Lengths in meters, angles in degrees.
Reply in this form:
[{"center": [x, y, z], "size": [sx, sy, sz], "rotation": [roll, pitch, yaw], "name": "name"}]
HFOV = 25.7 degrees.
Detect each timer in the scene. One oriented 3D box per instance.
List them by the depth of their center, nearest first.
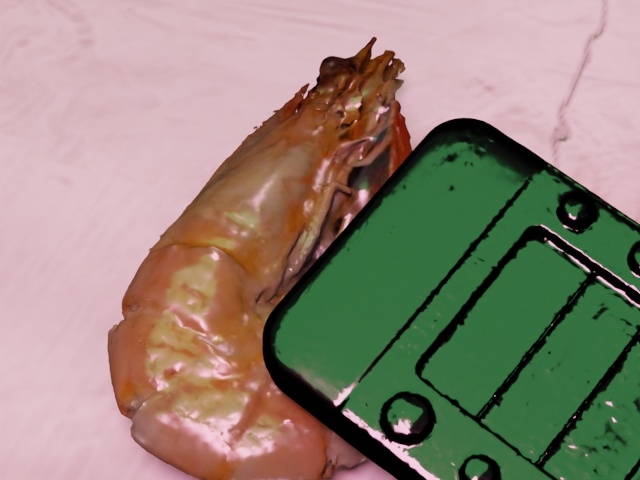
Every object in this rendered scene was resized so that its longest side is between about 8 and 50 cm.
[{"center": [0.086, 0.051, 0.572], "size": [0.187, 0.055, 0.144], "rotation": [37, 72, 16], "name": "timer"}]

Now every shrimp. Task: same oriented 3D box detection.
[{"center": [0.000, 0.000, 0.658], "size": [0.145, 0.061, 0.267], "rotation": [15, 48, 10], "name": "shrimp"}]
